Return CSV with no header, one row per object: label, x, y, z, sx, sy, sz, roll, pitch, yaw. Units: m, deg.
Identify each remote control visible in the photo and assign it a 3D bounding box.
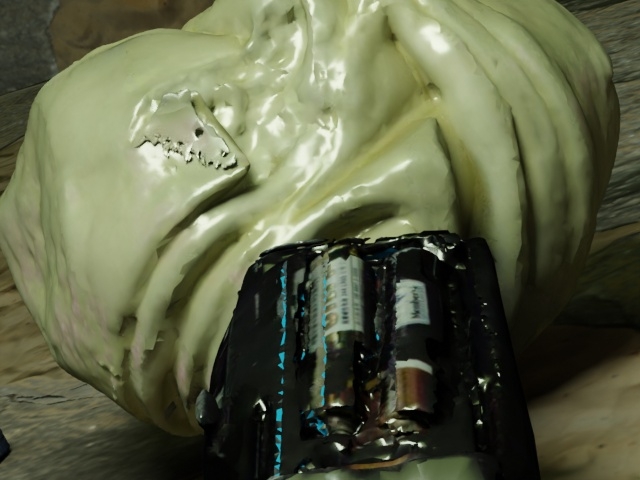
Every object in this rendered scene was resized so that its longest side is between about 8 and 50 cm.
remote control,0.021,0.115,0.667,0.144,0.062,0.399,-9,33,4

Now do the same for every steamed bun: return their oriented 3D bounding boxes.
steamed bun,0.000,0.000,0.960,0.320,0.206,0.275,-35,-33,21

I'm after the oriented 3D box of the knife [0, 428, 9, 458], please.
knife,-0.225,0.147,1.140,0.031,0.018,0.121,-14,19,27
